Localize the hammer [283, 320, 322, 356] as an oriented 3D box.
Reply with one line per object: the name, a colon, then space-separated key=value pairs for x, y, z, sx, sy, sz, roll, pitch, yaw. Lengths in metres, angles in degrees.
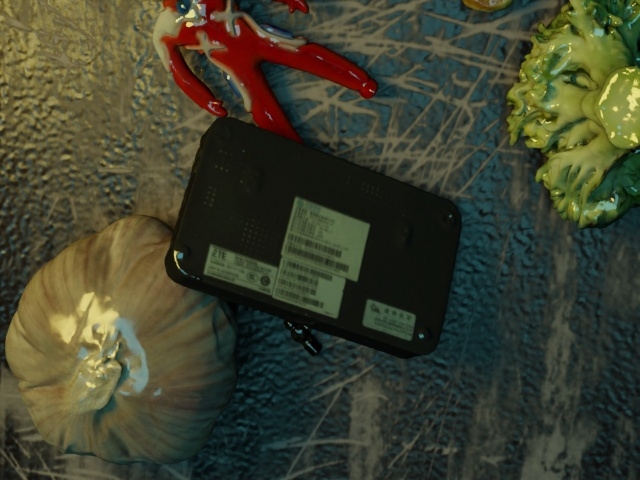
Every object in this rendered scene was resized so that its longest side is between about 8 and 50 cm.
hammer: x=0.035 y=0.082 z=1.363 sx=0.178 sy=0.021 sz=0.065 roll=-38 pitch=96 yaw=7

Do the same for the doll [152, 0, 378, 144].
doll: x=-0.117 y=-0.256 z=1.259 sx=0.384 sy=0.099 sz=0.188 roll=36 pitch=102 yaw=-12

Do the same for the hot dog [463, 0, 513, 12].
hot dog: x=0.218 y=-0.422 z=1.230 sx=0.088 sy=0.061 sz=0.285 roll=10 pitch=101 yaw=0

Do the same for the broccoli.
broccoli: x=0.330 y=-0.159 z=1.180 sx=0.248 sy=0.245 sz=0.288 roll=-22 pitch=93 yaw=17

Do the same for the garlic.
garlic: x=-0.249 y=0.130 z=1.272 sx=0.318 sy=0.259 sz=0.317 roll=0 pitch=104 yaw=1

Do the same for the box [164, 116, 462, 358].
box: x=0.000 y=0.000 z=1.242 sx=0.350 sy=0.058 sz=0.211 roll=19 pitch=72 yaw=-17
